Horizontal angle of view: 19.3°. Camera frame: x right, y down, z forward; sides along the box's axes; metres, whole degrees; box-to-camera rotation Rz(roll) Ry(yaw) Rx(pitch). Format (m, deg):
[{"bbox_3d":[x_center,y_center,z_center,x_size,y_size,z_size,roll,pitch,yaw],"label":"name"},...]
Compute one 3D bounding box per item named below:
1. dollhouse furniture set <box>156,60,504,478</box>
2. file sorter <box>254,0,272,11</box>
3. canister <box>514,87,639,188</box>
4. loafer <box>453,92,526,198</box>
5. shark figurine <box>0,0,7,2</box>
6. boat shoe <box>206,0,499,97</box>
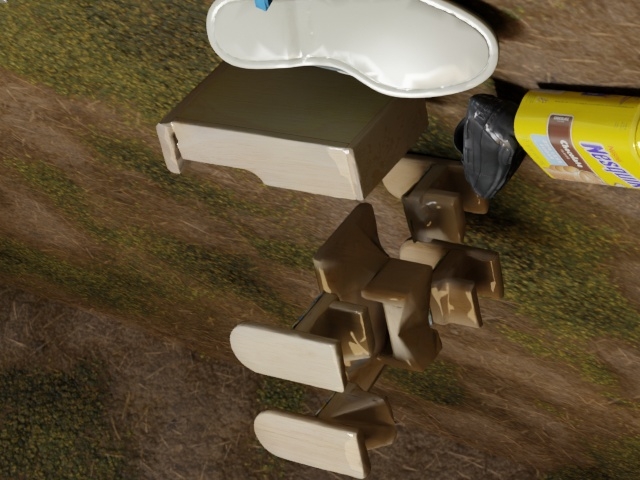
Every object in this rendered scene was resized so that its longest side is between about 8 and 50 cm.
[{"bbox_3d":[0.000,0.000,2.193,0.256,0.362,0.394,11,131,31],"label":"dollhouse furniture set"},{"bbox_3d":[-0.059,-0.311,1.619,0.104,0.170,0.118,24,163,11],"label":"file sorter"},{"bbox_3d":[0.299,-0.103,1.943,0.170,0.073,0.126,9,158,42],"label":"canister"},{"bbox_3d":[0.186,-0.108,2.084,0.078,0.076,0.223,36,167,9],"label":"loafer"},{"bbox_3d":[-0.461,-0.312,2.229,0.166,0.116,0.278,27,161,-7],"label":"shark figurine"},{"bbox_3d":[0.043,-0.220,1.939,0.319,0.116,0.099,8,-159,24],"label":"boat shoe"}]
